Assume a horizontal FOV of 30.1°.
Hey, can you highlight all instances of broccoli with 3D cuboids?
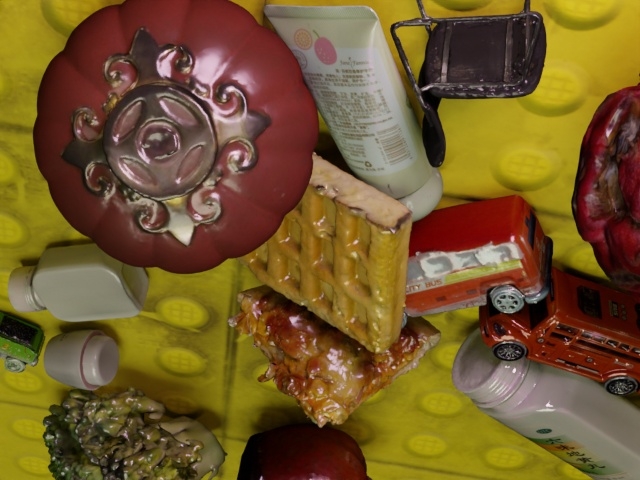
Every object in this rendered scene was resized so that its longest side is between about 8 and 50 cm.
[{"bbox_3d":[-0.307,0.383,1.882,0.324,0.272,0.334,33,165,-24],"label":"broccoli"}]

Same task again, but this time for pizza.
[{"bbox_3d":[0.018,0.144,1.569,0.290,0.228,0.081,14,142,-5],"label":"pizza"}]

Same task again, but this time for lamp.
[{"bbox_3d":[-0.153,-0.115,1.269,0.303,0.257,0.303,0,98,0],"label":"lamp"}]

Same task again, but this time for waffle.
[{"bbox_3d":[0.000,0.000,1.439,0.248,0.055,0.221,32,142,26],"label":"waffle"}]

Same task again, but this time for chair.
[{"bbox_3d":[0.160,-0.190,1.227,0.145,0.140,0.221,-1,141,13],"label":"chair"}]

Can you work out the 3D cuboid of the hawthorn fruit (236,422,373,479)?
[{"bbox_3d":[-0.014,0.385,1.885,0.250,0.215,0.215,-7,138,6],"label":"hawthorn fruit"}]

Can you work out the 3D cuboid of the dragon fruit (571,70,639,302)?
[{"bbox_3d":[0.419,-0.052,1.213,0.329,0.329,0.329,5,140,4],"label":"dragon fruit"}]

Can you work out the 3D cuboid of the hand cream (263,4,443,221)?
[{"bbox_3d":[0.050,-0.142,1.335,0.147,0.093,0.306,10,146,37],"label":"hand cream"}]

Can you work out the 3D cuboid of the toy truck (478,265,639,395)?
[{"bbox_3d":[0.339,0.111,1.569,0.253,0.107,0.114,19,137,-14],"label":"toy truck"}]

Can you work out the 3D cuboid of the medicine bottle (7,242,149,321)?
[{"bbox_3d":[-0.341,0.062,1.662,0.183,0.069,0.119,-7,138,16],"label":"medicine bottle"}]

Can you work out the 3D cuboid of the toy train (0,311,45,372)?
[{"bbox_3d":[-0.515,0.135,1.790,0.202,0.060,0.081,24,130,-17],"label":"toy train"}]

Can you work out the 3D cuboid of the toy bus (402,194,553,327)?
[{"bbox_3d":[0.152,0.026,1.502,0.265,0.121,0.119,-11,128,23],"label":"toy bus"}]

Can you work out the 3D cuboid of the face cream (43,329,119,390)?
[{"bbox_3d":[-0.359,0.178,1.787,0.095,0.091,0.091,2,140,20],"label":"face cream"}]

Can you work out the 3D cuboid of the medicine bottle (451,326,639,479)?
[{"bbox_3d":[0.337,0.236,1.692,0.324,0.124,0.179,35,161,-26],"label":"medicine bottle"}]
